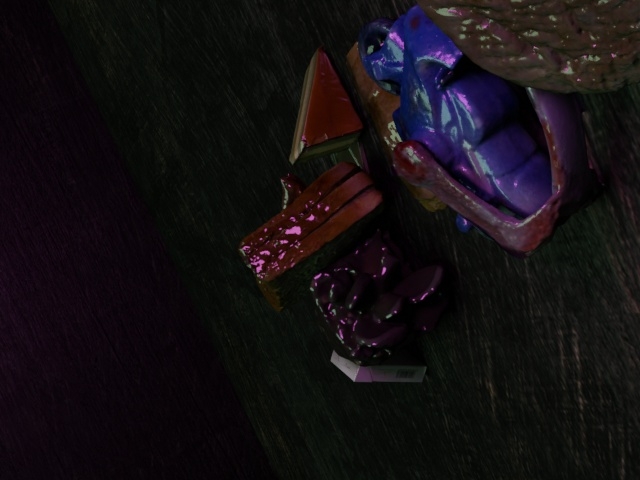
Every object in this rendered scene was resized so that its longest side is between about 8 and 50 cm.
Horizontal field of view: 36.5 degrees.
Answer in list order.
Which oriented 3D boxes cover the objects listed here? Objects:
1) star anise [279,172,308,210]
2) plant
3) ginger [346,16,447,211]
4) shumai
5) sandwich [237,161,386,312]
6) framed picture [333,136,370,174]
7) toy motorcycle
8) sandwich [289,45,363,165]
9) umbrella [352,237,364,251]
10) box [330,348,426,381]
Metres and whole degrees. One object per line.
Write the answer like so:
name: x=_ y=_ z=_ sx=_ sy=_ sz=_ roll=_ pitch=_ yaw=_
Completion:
star anise: x=0.000 y=0.000 z=1.834 sx=0.288 sy=0.088 sz=0.288 roll=58 pitch=172 yaw=13
plant: x=0.085 y=0.097 z=1.577 sx=0.188 sy=0.199 sz=0.276 roll=57 pitch=166 yaw=8
ginger: x=0.122 y=-0.166 z=1.299 sx=0.109 sy=0.116 sz=0.263 roll=-30 pitch=78 yaw=30
shumai: x=0.230 y=-0.275 z=0.890 sx=0.272 sy=0.204 sz=0.222 roll=32 pitch=150 yaw=-2
sandwich: x=-0.007 y=0.001 z=1.630 sx=0.100 sy=0.254 sz=0.288 roll=49 pitch=171 yaw=14
framed picture: x=0.046 y=-0.150 z=1.641 sx=0.109 sy=0.011 sz=0.149 roll=32 pitch=144 yaw=56
toy motorcycle: x=0.188 y=-0.149 z=1.091 sx=0.241 sy=0.182 sz=0.319 roll=-33 pitch=95 yaw=35
sandwich: x=-0.020 y=-0.217 z=1.555 sx=0.163 sy=0.113 sz=0.079 roll=65 pitch=157 yaw=11
umbrella: x=0.057 y=-0.009 z=1.769 sx=0.083 sy=0.031 sz=0.020 roll=62 pitch=-168 yaw=10
box: x=0.106 y=0.222 z=1.748 sx=0.084 sy=0.154 sz=0.040 roll=39 pitch=118 yaw=52
